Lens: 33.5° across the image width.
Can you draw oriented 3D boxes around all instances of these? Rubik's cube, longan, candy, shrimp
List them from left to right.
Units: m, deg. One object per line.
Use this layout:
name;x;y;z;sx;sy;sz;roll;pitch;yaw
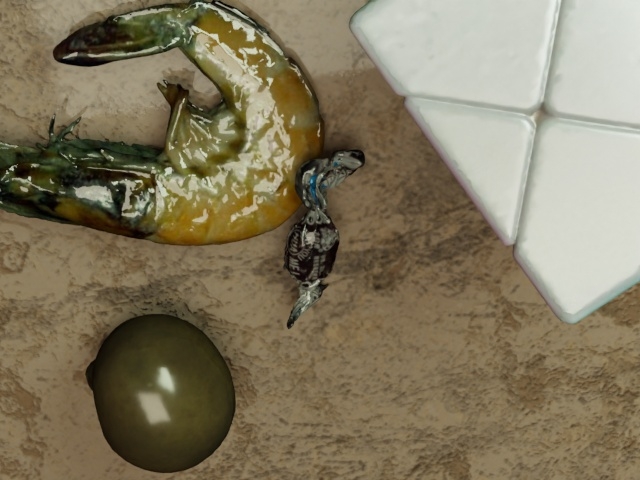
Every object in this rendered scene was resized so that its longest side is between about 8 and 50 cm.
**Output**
shrimp;-0.216;-0.121;1.130;0.445;0.085;0.272;0;112;-6
longan;-0.183;0.177;1.222;0.189;0.189;0.189;-1;114;-1
candy;0.000;0.000;1.180;0.094;0.051;0.226;-16;132;-41
Rubik's cube;0.256;-0.162;0.957;0.322;0.316;0.318;-36;90;13
